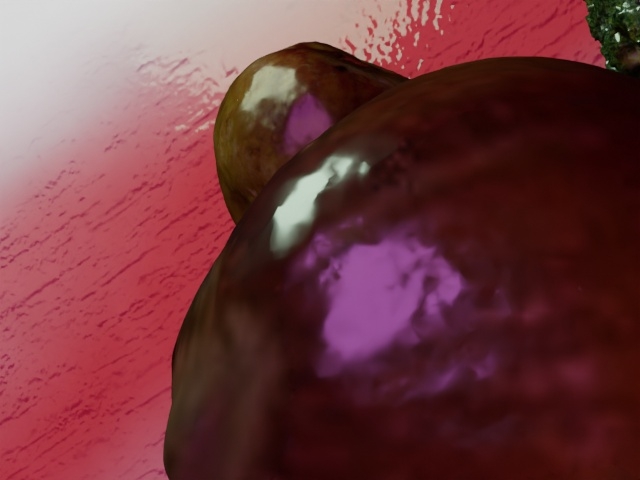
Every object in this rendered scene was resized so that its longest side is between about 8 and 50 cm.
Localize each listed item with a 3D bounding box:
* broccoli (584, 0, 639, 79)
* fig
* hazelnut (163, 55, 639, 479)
[{"bbox_3d":[0.325,-0.170,0.903,0.304,0.321,0.283,-39,101,-2],"label":"broccoli"},{"bbox_3d":[-0.025,-0.022,1.095,0.290,0.190,0.191,-49,62,30],"label":"fig"},{"bbox_3d":[0.100,0.092,0.878,0.421,0.421,0.353,-43,33,13],"label":"hazelnut"}]
